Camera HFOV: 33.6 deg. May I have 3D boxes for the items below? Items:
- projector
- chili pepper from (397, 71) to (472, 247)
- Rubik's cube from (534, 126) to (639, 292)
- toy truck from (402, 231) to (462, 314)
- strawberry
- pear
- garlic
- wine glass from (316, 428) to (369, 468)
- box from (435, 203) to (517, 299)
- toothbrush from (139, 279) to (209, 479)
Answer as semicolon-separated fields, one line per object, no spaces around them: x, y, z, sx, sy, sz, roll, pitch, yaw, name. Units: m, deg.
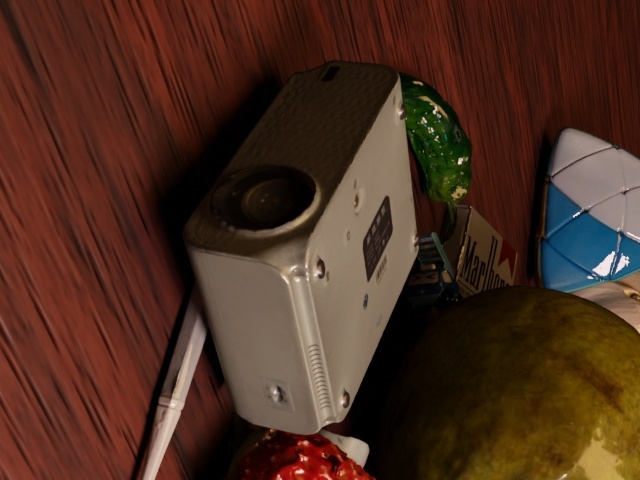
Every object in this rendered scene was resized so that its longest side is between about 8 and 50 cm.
0.000;0.000;0.866;0.250;0.108;0.198;-60;150;-42;projector
0.115;-0.100;1.131;0.279;0.065;0.122;46;65;-50;chili pepper
0.445;-0.021;1.550;0.254;0.254;0.254;-15;108;-58;Rubik's cube
0.122;0.036;1.179;0.073;0.056;0.090;5;78;-64;toy truck
0.003;0.261;0.878;0.228;0.098;0.174;40;64;-16;strawberry
0.217;0.224;1.097;0.413;0.352;0.352;-26;117;-66;pear
0.469;0.109;1.638;0.281;0.203;0.185;33;48;-53;garlic
-0.010;0.253;0.969;0.073;0.073;0.155;41;62;-54;wine glass
0.192;0.038;1.307;0.177;0.036;0.115;36;64;-56;box
-0.106;0.105;0.823;0.030;0.025;0.342;43;59;-62;toothbrush
